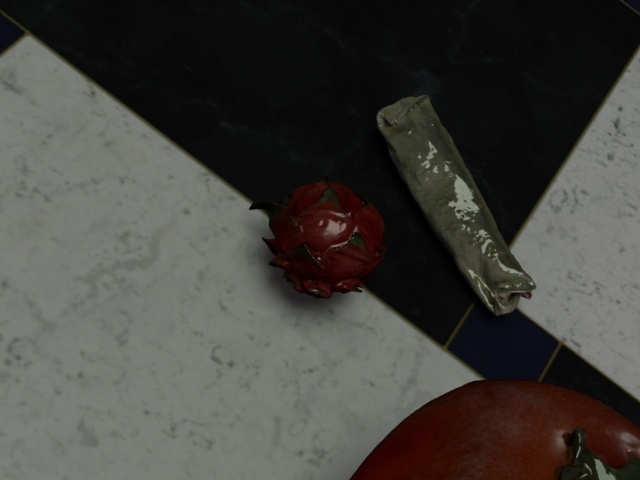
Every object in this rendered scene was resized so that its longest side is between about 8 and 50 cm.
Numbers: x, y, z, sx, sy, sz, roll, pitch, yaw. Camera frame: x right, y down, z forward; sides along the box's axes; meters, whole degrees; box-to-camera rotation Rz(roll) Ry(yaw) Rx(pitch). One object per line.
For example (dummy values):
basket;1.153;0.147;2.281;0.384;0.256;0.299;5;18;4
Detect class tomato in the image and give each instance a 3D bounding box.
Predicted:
tomato;0.151;0.276;1.007;0.293;0.290;0.325;33;51;-4

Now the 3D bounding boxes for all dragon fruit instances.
dragon fruit;0.006;-0.002;1.230;0.121;0.130;0.142;-26;48;9

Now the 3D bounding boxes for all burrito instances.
burrito;0.152;-0.040;1.349;0.082;0.059;0.275;-21;70;-25
